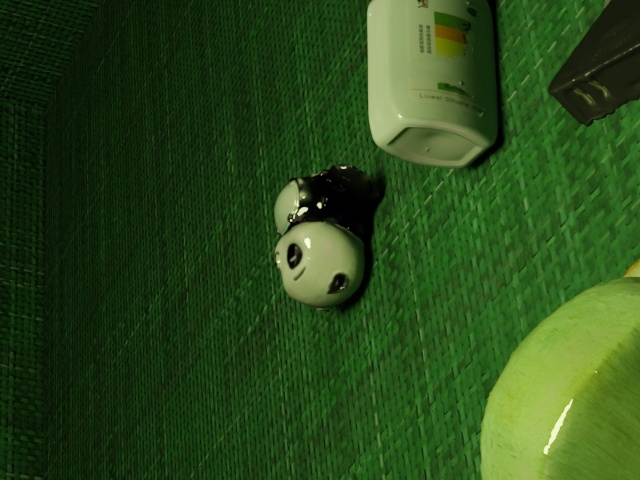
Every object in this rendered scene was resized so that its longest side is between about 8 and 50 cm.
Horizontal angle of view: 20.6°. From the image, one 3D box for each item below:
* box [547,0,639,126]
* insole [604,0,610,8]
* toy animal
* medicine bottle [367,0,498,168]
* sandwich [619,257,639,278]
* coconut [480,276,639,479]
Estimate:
[{"bbox_3d":[0.359,-0.259,1.634,0.350,0.058,0.211,-52,14,-31],"label":"box"},{"bbox_3d":[0.380,-0.291,1.893,0.248,0.011,0.081,-25,55,61],"label":"insole"},{"bbox_3d":[0.000,0.000,2.450,0.166,0.138,0.179,117,163,-68],"label":"toy animal"},{"bbox_3d":[0.141,-0.245,2.225,0.111,0.161,0.296,-43,39,51],"label":"medicine bottle"},{"bbox_3d":[0.325,0.108,1.753,0.215,0.065,0.186,-49,37,47],"label":"sandwich"},{"bbox_3d":[0.292,0.174,1.474,0.328,0.328,0.281,-165,68,-67],"label":"coconut"}]
